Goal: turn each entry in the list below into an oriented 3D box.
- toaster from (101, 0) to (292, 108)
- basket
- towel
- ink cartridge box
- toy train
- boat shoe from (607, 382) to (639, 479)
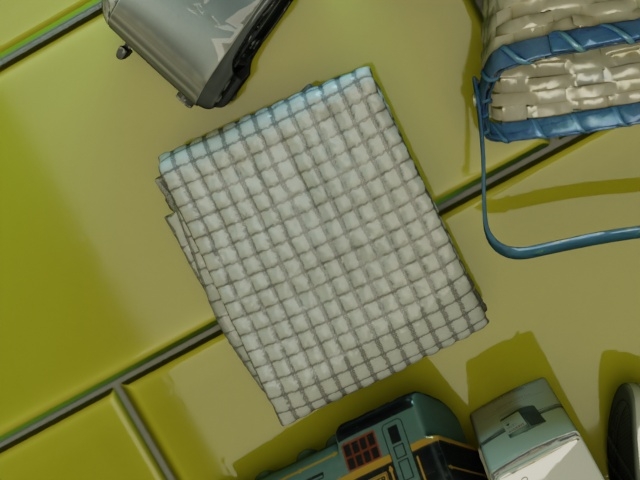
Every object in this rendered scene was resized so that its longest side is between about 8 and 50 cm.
[{"bbox_3d":[-0.097,-0.242,1.323,0.146,0.129,0.227,36,100,0],"label":"toaster"},{"bbox_3d":[0.259,-0.134,1.267,0.255,0.201,0.289,-6,67,4],"label":"basket"},{"bbox_3d":[0.000,0.000,1.360,0.235,0.121,0.283,-26,98,8],"label":"towel"},{"bbox_3d":[0.219,0.233,1.328,0.092,0.218,0.158,-28,96,6],"label":"ink cartridge box"},{"bbox_3d":[0.020,0.282,1.361,0.334,0.142,0.190,-29,61,23],"label":"toy train"},{"bbox_3d":[0.352,0.280,1.385,0.103,0.118,0.320,-16,101,-1],"label":"boat shoe"}]
